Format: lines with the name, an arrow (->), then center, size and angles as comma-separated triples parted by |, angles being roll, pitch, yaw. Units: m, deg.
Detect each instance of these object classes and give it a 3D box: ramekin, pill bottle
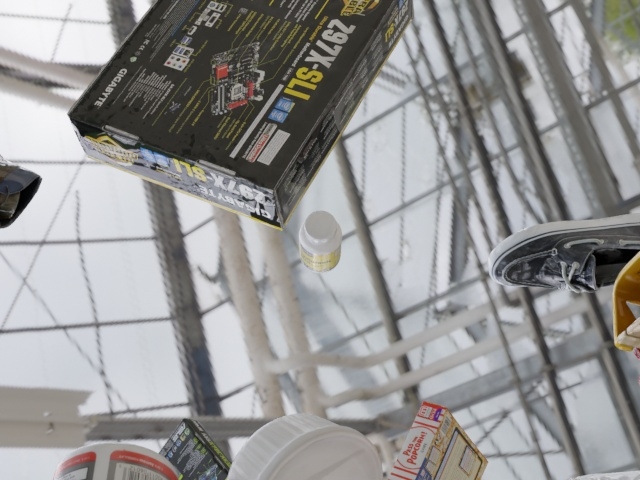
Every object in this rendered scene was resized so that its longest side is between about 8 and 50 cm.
ramekin -> -0.036, 0.414, 1.682 | 0.273, 0.127, 0.272 | -15, -63, -32
pill bottle -> -0.336, 0.517, 1.562 | 0.210, 0.210, 0.363 | 38, -147, -32
pill bottle -> 0.000, 0.000, 1.509 | 0.116, 0.065, 0.065 | 90, 168, -66

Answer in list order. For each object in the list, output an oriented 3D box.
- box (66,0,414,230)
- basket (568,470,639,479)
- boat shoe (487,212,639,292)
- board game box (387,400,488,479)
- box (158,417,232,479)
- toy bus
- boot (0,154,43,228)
box -> -0.080, -0.191, 1.102 | 0.322, 0.257, 0.079 | -60, -20, -26
basket -> 0.358, 0.361, 1.254 | 0.113, 0.167, 0.103 | -27, -92, -32
boat shoe -> 0.418, 0.036, 1.604 | 0.102, 0.301, 0.108 | -82, -21, -52
board game box -> 0.181, 0.356, 1.529 | 0.146, 0.045, 0.193 | -61, -41, -23
box -> -0.243, 0.454, 1.833 | 0.184, 0.190, 0.045 | 40, -171, 35
toy bus -> 0.410, 0.074, 1.055 | 0.202, 0.191, 0.104 | 47, -140, -43
boot -> -0.356, -0.054, 1.027 | 0.106, 0.082, 0.219 | 21, -160, -10
